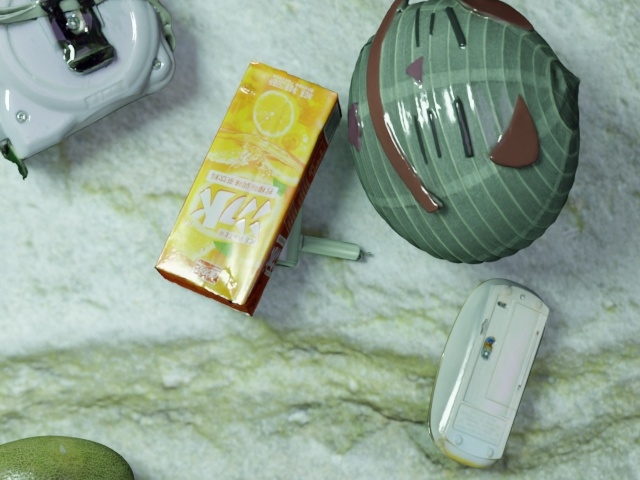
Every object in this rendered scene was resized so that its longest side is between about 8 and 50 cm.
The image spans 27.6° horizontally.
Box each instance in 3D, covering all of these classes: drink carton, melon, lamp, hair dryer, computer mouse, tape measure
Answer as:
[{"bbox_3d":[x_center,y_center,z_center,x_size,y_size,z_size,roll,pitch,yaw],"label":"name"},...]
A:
[{"bbox_3d":[-0.066,-0.050,1.236,0.096,0.071,0.222,22,79,8],"label":"drink carton"},{"bbox_3d":[-0.245,0.223,1.156,0.162,0.099,0.099,3,88,-23],"label":"melon"},{"bbox_3d":[0.140,-0.112,1.255,0.233,0.233,0.265,-6,75,-24],"label":"lamp"},{"bbox_3d":[0.000,0.000,1.304,0.124,0.038,0.063,10,85,-29],"label":"hair dryer"},{"bbox_3d":[0.176,0.139,1.370,0.102,0.045,0.199,23,80,-21],"label":"computer mouse"},{"bbox_3d":[-0.235,-0.181,1.164,0.196,0.105,0.178,-37,103,-19],"label":"tape measure"}]
